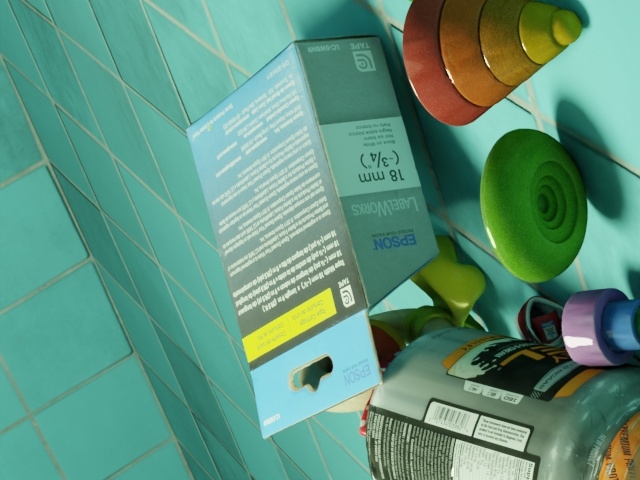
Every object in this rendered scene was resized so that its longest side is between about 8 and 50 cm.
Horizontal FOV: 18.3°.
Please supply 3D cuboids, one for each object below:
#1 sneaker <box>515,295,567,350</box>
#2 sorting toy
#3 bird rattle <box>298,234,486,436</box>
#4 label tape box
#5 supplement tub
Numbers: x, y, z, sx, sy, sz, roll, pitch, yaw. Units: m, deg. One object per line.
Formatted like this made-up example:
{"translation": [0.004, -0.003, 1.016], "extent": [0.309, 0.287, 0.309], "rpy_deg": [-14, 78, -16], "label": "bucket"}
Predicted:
{"translation": [0.223, 0.105, 1.864], "extent": [0.118, 0.042, 0.067], "rpy_deg": [57, 168, 16], "label": "sneaker"}
{"translation": [0.201, -0.055, 1.581], "extent": [0.126, 0.127, 0.365], "rpy_deg": [-8, 119, 41], "label": "sorting toy"}
{"translation": [0.076, 0.126, 1.991], "extent": [0.207, 0.253, 0.143], "rpy_deg": [-12, 120, 32], "label": "bird rattle"}
{"translation": [0.000, 0.000, 1.936], "extent": [0.240, 0.106, 0.333], "rpy_deg": [-31, 70, 56], "label": "label tape box"}
{"translation": [0.203, 0.190, 1.742], "extent": [0.316, 0.193, 0.193], "rpy_deg": [12, 133, 51], "label": "supplement tub"}
